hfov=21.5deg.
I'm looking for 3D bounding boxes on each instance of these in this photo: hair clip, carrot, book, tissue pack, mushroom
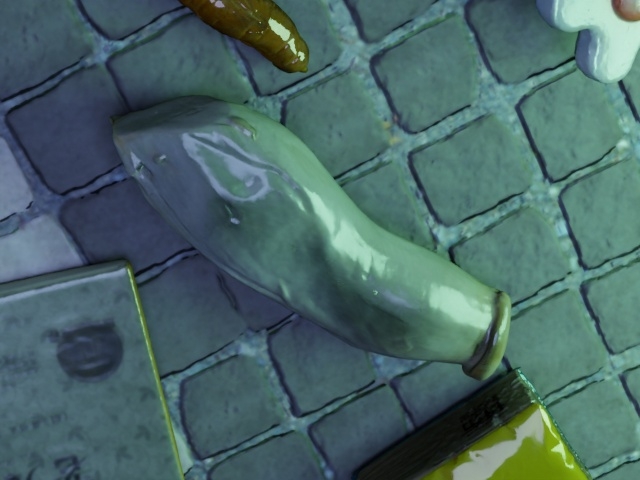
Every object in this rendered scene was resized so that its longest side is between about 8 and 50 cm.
[{"bbox_3d":[0.270,-0.196,1.236,0.257,0.075,0.146,-8,106,-12],"label":"hair clip"},{"bbox_3d":[-0.093,-0.194,1.176,0.248,0.059,0.059,40,98,-23],"label":"carrot"},{"bbox_3d":[-0.233,0.219,1.310,0.269,0.032,0.389,-14,111,-4],"label":"book"},{"bbox_3d":[0.125,0.200,1.341,0.169,0.082,0.120,-33,113,2],"label":"tissue pack"},{"bbox_3d":[-0.001,0.002,1.245,0.351,0.097,0.109,35,103,-24],"label":"mushroom"}]
